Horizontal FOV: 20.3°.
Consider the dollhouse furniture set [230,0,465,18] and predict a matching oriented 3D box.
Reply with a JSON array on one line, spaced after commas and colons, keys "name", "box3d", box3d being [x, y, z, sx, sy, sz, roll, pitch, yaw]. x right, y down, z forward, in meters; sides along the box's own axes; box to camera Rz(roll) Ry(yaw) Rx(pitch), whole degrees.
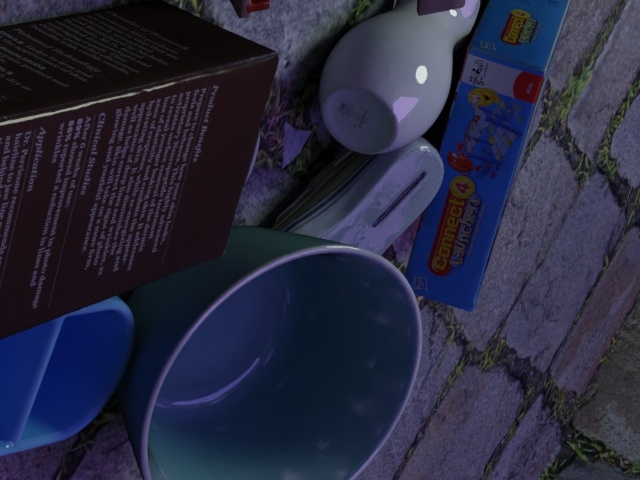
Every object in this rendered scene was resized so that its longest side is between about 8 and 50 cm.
[{"name": "dollhouse furniture set", "box3d": [0.043, -0.284, 1.500, 0.259, 0.262, 0.135, -13, 139, -16]}]

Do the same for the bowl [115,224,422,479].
[{"name": "bowl", "box3d": [-0.075, 0.110, 1.693, 0.311, 0.163, 0.311, -21, 128, -30]}]

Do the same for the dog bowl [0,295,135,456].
[{"name": "dog bowl", "box3d": [-0.260, 0.102, 1.483, 0.297, 0.074, 0.166, -6, 121, -62]}]

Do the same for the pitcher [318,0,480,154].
[{"name": "pitcher", "box3d": [0.074, -0.162, 1.836, 0.207, 0.125, 0.177, -56, 170, -43]}]

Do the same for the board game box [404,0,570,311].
[{"name": "board game box", "box3d": [0.193, -0.125, 2.022, 0.308, 0.086, 0.302, -62, 168, -60]}]

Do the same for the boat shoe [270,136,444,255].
[{"name": "boat shoe", "box3d": [0.000, 0.000, 1.865, 0.302, 0.094, 0.109, -42, 126, -12]}]

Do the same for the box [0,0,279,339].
[{"name": "box", "box3d": [-0.204, -0.057, 1.348, 0.381, 0.143, 0.191, -19, 132, -55]}]
